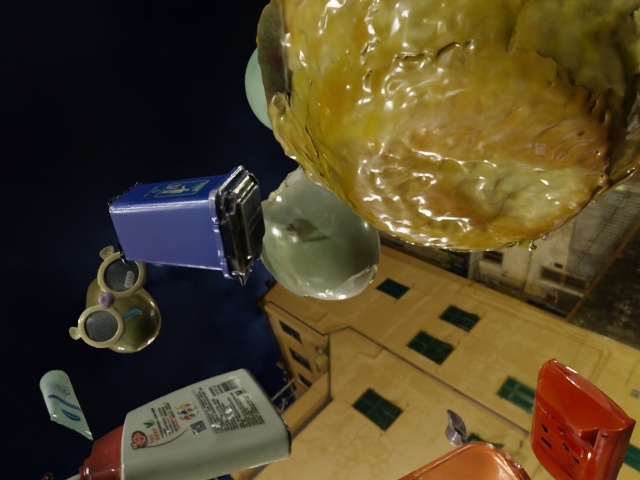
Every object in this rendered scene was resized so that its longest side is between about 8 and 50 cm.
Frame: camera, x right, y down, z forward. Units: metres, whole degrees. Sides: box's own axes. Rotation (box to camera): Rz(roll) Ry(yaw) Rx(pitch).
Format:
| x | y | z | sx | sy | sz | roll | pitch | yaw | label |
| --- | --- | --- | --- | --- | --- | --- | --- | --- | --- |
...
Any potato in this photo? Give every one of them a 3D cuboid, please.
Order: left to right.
| x | y | z | sx | sy | sz | roll | pitch | yaw | label |
| --- | --- | --- | --- | --- | --- | --- | --- | --- | --- |
| -0.559 | 0.191 | 1.217 | 0.174 | 0.159 | 0.251 | -29 | -83 | -16 | potato |

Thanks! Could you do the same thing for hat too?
| x | y | z | sx | sy | sz | roll | pitch | yaw | label |
| --- | --- | --- | --- | --- | --- | --- | --- | --- | --- |
| 0.316 | 0.448 | 1.033 | 0.058 | 0.087 | 0.042 | 32 | -66 | -29 | hat |

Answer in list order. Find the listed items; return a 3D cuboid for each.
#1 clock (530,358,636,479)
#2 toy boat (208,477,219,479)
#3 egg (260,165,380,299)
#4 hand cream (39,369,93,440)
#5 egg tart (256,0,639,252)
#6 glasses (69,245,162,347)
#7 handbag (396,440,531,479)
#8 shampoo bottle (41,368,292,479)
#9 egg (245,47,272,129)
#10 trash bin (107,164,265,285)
| x | y | z | sx | sy | sz | roll | pitch | yaw | label |
| --- | --- | --- | --- | --- | --- | --- | --- | --- | --- |
| 0.321 | 0.250 | 0.560 | 0.061 | 0.113 | 0.155 | -22 | -58 | -15 | clock |
| -0.192 | 0.405 | 0.653 | 0.114 | 0.262 | 0.115 | -39 | -19 | -48 | toy boat |
| 0.000 | 0.000 | 1.018 | 0.278 | 0.278 | 0.336 | -45 | -73 | -21 | egg |
| -0.649 | 0.408 | 1.086 | 0.067 | 0.320 | 0.109 | -52 | -57 | -20 | hand cream |
| 0.138 | -0.112 | 0.448 | 0.443 | 0.442 | 0.178 | 54 | -141 | -44 | egg tart |
| -0.374 | 0.111 | 0.880 | 0.220 | 0.088 | 0.190 | 18 | -86 | -83 | glasses |
| 0.255 | 0.553 | 0.647 | 0.303 | 0.410 | 0.116 | -33 | -36 | 9 | handbag |
| -0.194 | 0.259 | 0.536 | 0.284 | 0.153 | 0.071 | -14 | -62 | -28 | shampoo bottle |
| -0.068 | -0.431 | 1.199 | 0.275 | 0.389 | 0.276 | 0 | -64 | -1 | egg |
| -0.225 | -0.024 | 0.765 | 0.163 | 0.234 | 0.184 | -73 | -19 | -62 | trash bin |
